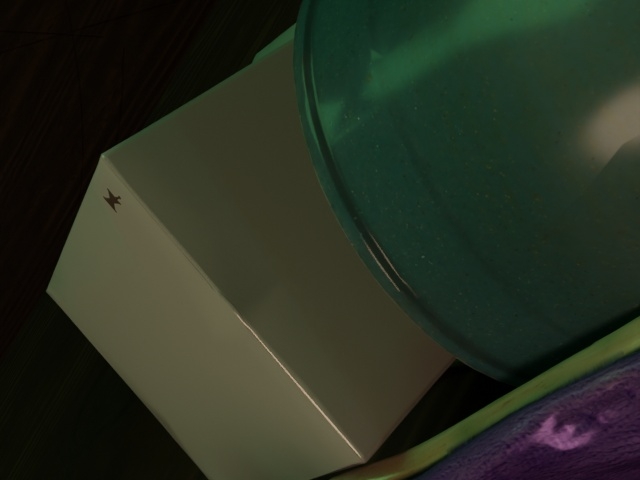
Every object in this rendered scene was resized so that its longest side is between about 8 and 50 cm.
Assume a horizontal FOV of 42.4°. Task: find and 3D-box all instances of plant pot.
[{"bbox_3d":[0.170,-0.094,0.372,0.255,0.272,0.271,-31,37,46],"label":"plant pot"}]

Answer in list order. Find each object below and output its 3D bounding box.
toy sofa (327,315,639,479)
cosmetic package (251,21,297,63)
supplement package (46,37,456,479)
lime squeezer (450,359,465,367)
[{"bbox_3d":[0.164,0.136,0.342,0.362,0.177,0.150,-40,37,34],"label":"toy sofa"},{"bbox_3d":[0.089,-0.129,0.750,0.385,0.217,0.156,-16,47,53],"label":"cosmetic package"},{"bbox_3d":[0.000,0.000,0.542,0.263,0.199,0.198,-40,-1,-34],"label":"supplement package"},{"bbox_3d":[0.050,0.085,0.768,0.110,0.059,0.310,-60,24,-1],"label":"lime squeezer"}]
